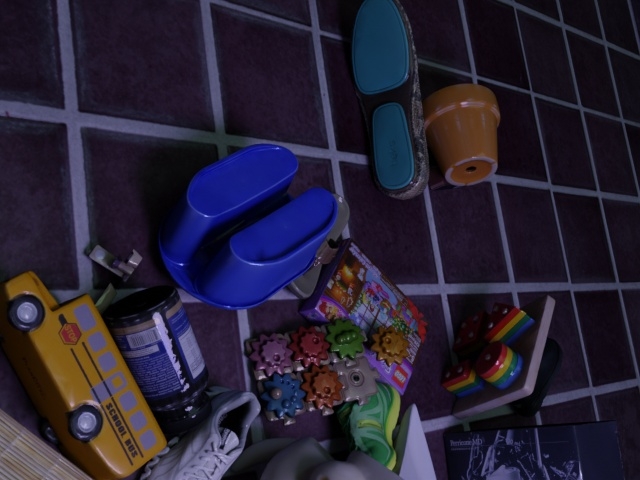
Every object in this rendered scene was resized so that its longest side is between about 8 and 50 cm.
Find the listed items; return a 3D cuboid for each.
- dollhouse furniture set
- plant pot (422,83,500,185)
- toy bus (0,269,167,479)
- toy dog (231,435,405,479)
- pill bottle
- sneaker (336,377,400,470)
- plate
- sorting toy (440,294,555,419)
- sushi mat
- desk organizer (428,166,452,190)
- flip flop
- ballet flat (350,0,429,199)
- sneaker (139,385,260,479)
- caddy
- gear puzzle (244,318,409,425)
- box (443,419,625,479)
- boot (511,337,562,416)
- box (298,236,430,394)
[{"bbox_3d":[-0.357,0.059,1.231,0.081,0.091,0.114,35,56,-11],"label":"dollhouse furniture set"},{"bbox_3d":[0.347,-0.244,1.873,0.205,0.205,0.188,18,54,-39],"label":"plant pot"},{"bbox_3d":[-0.369,0.198,1.145,0.130,0.108,0.333,-33,99,-45],"label":"toy bus"},{"bbox_3d":[-0.062,0.518,1.190,0.395,0.285,0.408,34,60,22],"label":"toy dog"},{"bbox_3d":[-0.253,0.194,1.235,0.122,0.122,0.219,-33,113,-44],"label":"pill bottle"},{"bbox_3d":[0.080,0.379,1.492,0.123,0.109,0.296,31,29,-9],"label":"sneaker"},{"bbox_3d":[0.176,0.515,1.520,0.278,0.045,0.277,-65,143,-53],"label":"plate"},{"bbox_3d":[0.393,0.251,1.756,0.089,0.255,0.257,35,53,-11],"label":"sorting toy"},{"bbox_3d":[-0.405,0.352,1.068,0.316,0.019,0.151,43,39,-13],"label":"sushi mat"},{"bbox_3d":[0.331,-0.161,1.966,0.130,0.047,0.050,-8,80,-44],"label":"desk organizer"},{"bbox_3d":[0.000,0.000,1.577,0.112,0.080,0.277,50,49,-20],"label":"flip flop"},{"bbox_3d":[0.175,-0.332,1.823,0.182,0.163,0.483,-1,83,-65],"label":"ballet flat"},{"bbox_3d":[-0.197,0.359,1.251,0.110,0.118,0.292,48,51,-24],"label":"sneaker"},{"bbox_3d":[-0.131,-0.020,1.398,0.241,0.179,0.341,48,46,9],"label":"caddy"},{"bbox_3d":[0.034,0.234,1.468,0.338,0.044,0.176,-9,68,-27],"label":"gear puzzle"},{"bbox_3d":[0.464,0.557,1.649,0.178,0.343,0.313,8,71,-41],"label":"box"},{"bbox_3d":[0.511,0.294,1.952,0.207,0.094,0.247,50,55,-25],"label":"boot"},{"bbox_3d":[0.103,0.165,1.636,0.293,0.057,0.201,46,51,-23],"label":"box"}]
